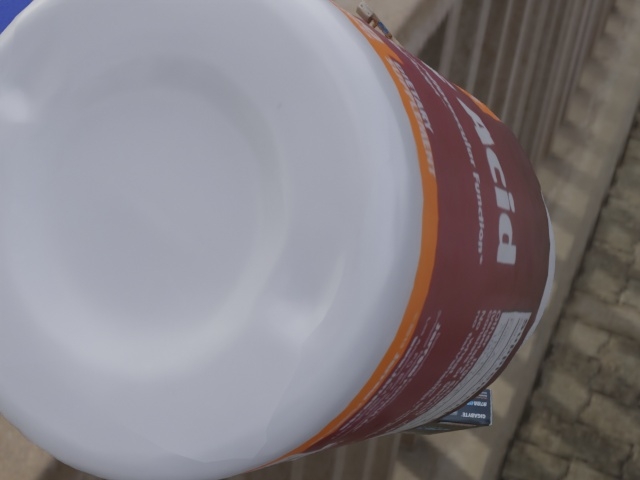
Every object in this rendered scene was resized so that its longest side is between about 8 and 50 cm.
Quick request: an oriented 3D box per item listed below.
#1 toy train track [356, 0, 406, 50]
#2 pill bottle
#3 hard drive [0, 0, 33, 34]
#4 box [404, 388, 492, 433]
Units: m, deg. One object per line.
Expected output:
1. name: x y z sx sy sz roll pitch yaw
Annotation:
1. toy train track: 0.032 -0.122 0.712 0.048 0.014 0.083 49 7 12
2. pill bottle: 0.000 0.000 0.661 0.224 0.224 0.392 23 5 21
3. hard drive: -0.165 -0.163 0.927 0.210 0.319 0.040 -10 10 -26
4. box: 0.089 0.220 1.600 0.220 0.175 0.051 8 74 -23
